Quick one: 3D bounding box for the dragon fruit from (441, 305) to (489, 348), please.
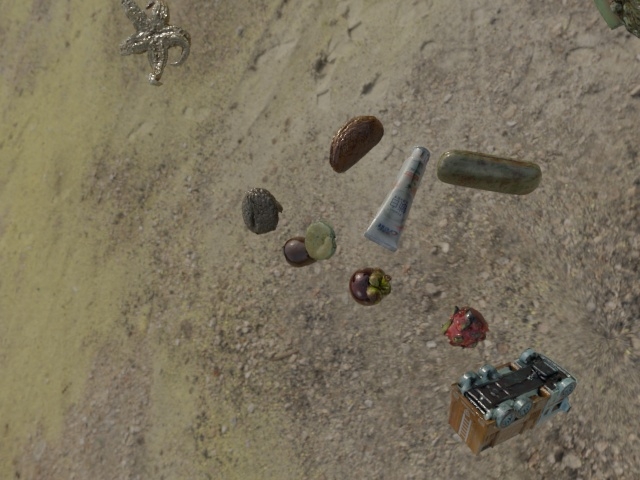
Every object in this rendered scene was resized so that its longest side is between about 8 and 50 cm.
[{"bbox_3d":[0.563,0.346,1.679,0.172,0.160,0.167,-45,72,29],"label":"dragon fruit"}]

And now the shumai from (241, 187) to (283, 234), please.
[{"bbox_3d":[-0.252,-0.137,1.879,0.166,0.175,0.206,-2,104,8],"label":"shumai"}]

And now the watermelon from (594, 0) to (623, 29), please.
[{"bbox_3d":[0.813,-0.627,0.974,0.192,0.256,0.140,-35,97,-4],"label":"watermelon"}]

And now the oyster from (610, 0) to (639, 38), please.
[{"bbox_3d":[0.593,-0.420,0.760,0.064,0.125,0.177,-41,97,24],"label":"oyster"}]

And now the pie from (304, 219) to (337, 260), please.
[{"bbox_3d":[0.000,0.000,0.864,0.084,0.020,0.085,5,99,38],"label":"pie"}]

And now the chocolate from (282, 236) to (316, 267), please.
[{"bbox_3d":[-0.068,0.041,1.607,0.133,0.127,0.124,-24,76,4],"label":"chocolate"}]

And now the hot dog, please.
[{"bbox_3d":[0.112,-0.325,1.433,0.227,0.160,0.099,-44,67,-12],"label":"hot dog"}]

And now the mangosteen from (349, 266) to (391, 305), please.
[{"bbox_3d":[0.200,0.171,1.575,0.181,0.145,0.156,-13,64,28],"label":"mangosteen"}]

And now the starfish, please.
[{"bbox_3d":[-0.318,-0.381,0.793,0.150,0.053,0.210,-12,76,15],"label":"starfish"}]

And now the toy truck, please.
[{"bbox_3d":[0.464,0.392,1.028,0.136,0.305,0.162,-135,41,-53],"label":"toy truck"}]

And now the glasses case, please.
[{"bbox_3d":[0.708,-0.287,1.789,0.425,0.157,0.098,10,49,4],"label":"glasses case"}]

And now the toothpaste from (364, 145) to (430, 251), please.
[{"bbox_3d":[0.227,-0.124,1.194,0.100,0.066,0.323,28,71,-4],"label":"toothpaste"}]
